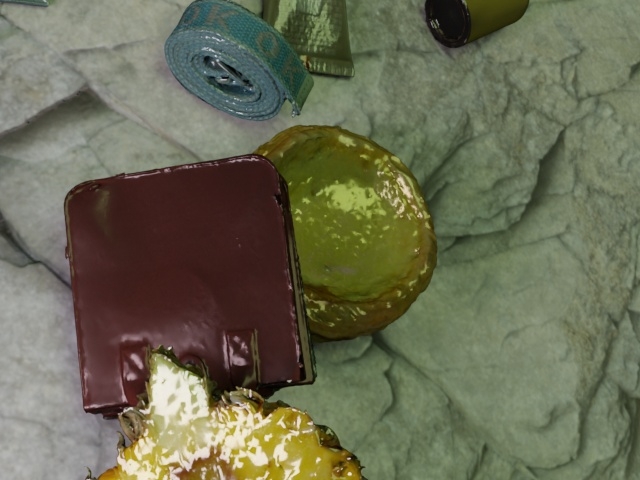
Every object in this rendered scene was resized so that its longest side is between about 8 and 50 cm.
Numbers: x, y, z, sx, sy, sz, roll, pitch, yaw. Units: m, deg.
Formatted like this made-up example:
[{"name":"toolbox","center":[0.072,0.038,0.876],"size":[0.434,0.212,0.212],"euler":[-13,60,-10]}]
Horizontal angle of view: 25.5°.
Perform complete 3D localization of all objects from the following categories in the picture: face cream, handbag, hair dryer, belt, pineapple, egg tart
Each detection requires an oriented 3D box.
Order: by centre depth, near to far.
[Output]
[{"name":"pineapple","center":[-0.094,0.243,1.499],"size":[0.344,0.209,0.286],"euler":[-21,82,10]},{"name":"handbag","center":[-0.146,0.052,1.578],"size":[0.260,0.084,0.275],"euler":[-8,75,5]},{"name":"egg tart","center":[0.000,0.000,1.722],"size":[0.294,0.123,0.294],"euler":[11,62,-21]},{"name":"belt","center":[-0.107,-0.224,1.747],"size":[0.163,0.148,0.082],"euler":[53,48,-34]},{"name":"face cream","center":[-0.022,-0.388,1.902],"size":[0.137,0.084,0.341],"euler":[4,76,-24]},{"name":"hair dryer","center":[0.172,-0.410,2.007],"size":[0.135,0.090,0.278],"euler":[-27,78,-32]}]

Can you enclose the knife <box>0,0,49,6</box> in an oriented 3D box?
[{"name":"knife","center":[-0.427,-0.301,1.686],"size":[0.210,0.015,0.028],"euler":[2,62,-27]}]
